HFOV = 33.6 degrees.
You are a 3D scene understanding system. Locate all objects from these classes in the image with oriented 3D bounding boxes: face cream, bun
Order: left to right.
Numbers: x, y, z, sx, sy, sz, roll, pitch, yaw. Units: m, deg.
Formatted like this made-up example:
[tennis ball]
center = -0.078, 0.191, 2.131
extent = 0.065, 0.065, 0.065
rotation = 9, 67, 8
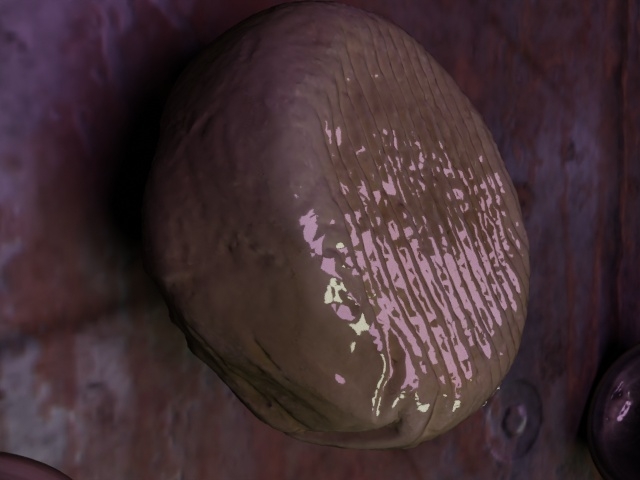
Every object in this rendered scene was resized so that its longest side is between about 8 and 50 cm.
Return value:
[bun]
center = 0.000, 0.000, 0.427
extent = 0.166, 0.113, 0.173
rotation = 19, 60, -43
[face cream]
center = 0.313, 0.169, 0.699
extent = 0.348, 0.105, 0.105
rotation = 30, 77, -36

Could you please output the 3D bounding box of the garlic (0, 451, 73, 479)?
[garlic]
center = -0.169, 0.133, 0.290
extent = 0.226, 0.199, 0.199
rotation = 26, 78, -10
